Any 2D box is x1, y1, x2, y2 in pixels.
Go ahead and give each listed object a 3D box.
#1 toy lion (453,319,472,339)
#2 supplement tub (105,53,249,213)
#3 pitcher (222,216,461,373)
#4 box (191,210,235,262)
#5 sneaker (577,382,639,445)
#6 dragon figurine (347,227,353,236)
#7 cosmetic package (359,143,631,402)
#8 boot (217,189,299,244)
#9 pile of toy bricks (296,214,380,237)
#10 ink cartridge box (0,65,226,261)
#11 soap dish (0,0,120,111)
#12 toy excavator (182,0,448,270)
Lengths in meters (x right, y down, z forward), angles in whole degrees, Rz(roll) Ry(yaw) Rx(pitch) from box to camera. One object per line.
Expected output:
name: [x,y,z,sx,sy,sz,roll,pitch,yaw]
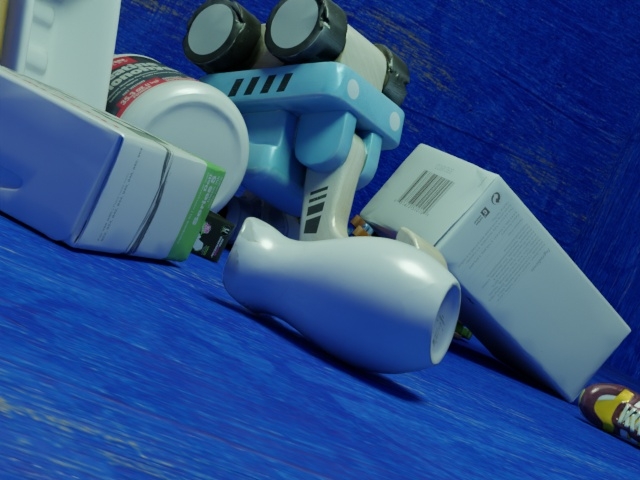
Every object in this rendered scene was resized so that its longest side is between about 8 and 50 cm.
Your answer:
toy lion: [0.204,0.136,2.284,0.100,0.034,0.096,26,-4,7]
supplement tub: [-0.232,-0.140,1.827,0.191,0.191,0.272,24,4,-36]
pitcher: [0.029,0.061,1.339,0.207,0.125,0.178,15,-17,21]
box: [-0.157,-0.017,1.659,0.083,0.052,0.062,25,4,-32]
sneaker: [0.438,0.246,1.867,0.185,0.069,0.084,24,-2,-9]
dragon figurine: [0.000,0.000,2.359,0.144,0.085,0.289,28,7,5]
cosmetic package: [0.261,0.049,2.052,0.385,0.156,0.217,46,-8,-30]
boot: [-0.112,-0.047,2.017,0.123,0.095,0.258,23,12,-19]
pile of toy bricks: [-0.001,-0.006,2.015,0.105,0.118,0.212,45,-6,-22]
ink cartridge box: [-0.238,-0.074,1.340,0.198,0.114,0.273,26,3,15]
soap dish: [-0.344,-0.220,1.636,0.118,0.290,0.229,5,-4,20]
toy excavator: [-0.002,-0.094,1.862,0.433,0.445,0.222,0,-19,35]
